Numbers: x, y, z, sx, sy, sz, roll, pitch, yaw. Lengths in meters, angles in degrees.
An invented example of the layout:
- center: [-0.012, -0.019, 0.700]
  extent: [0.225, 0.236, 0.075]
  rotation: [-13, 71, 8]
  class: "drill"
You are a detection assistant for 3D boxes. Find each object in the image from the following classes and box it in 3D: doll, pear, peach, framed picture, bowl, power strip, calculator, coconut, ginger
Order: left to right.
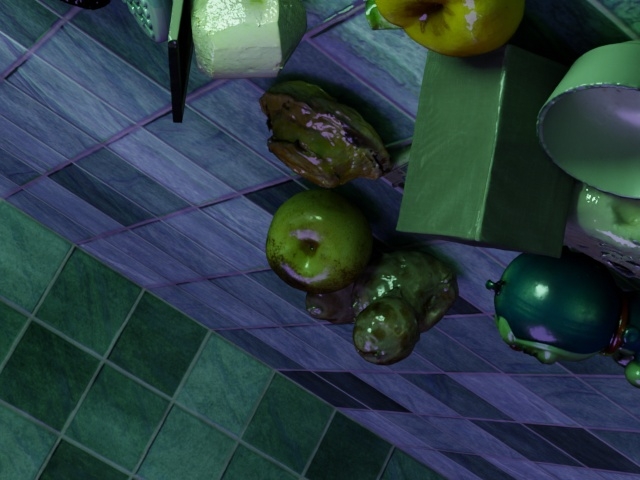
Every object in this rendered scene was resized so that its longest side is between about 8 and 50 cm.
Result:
- center: [-0.252, -0.387, 1.611]
  extent: [0.185, 0.041, 0.299]
  rotation: [52, 162, 35]
  class: "calculator"
- center: [-0.189, -0.296, 1.691]
  extent: [0.018, 0.192, 0.265]
  rotation: [7, 163, -3]
  class: "framed picture"
- center: [-0.094, -0.286, 1.629]
  extent: [0.152, 0.147, 0.147]
  rotation: [-3, 160, -1]
  class: "coconut"
- center: [0.000, 0.000, 2.242]
  extent: [0.197, 0.197, 0.197]
  rotation: [25, 162, 9]
  class: "pear"
- center: [0.097, 0.097, 2.342]
  extent: [0.375, 0.256, 0.176]
  rotation: [28, 144, 54]
  class: "ginger"
- center: [0.167, -0.113, 1.920]
  extent: [0.092, 0.034, 0.268]
  rotation: [32, 162, -13]
  class: "power strip"
- center: [0.141, -0.280, 1.372]
  extent: [0.179, 0.103, 0.179]
  rotation: [24, 152, 14]
  class: "peach"
- center: [0.414, 0.112, 1.958]
  extent: [0.321, 0.186, 0.198]
  rotation: [14, -163, -13]
  class: "doll"
- center: [0.360, -0.149, 1.390]
  extent: [0.211, 0.112, 0.211]
  rotation: [19, 154, 10]
  class: "bowl"

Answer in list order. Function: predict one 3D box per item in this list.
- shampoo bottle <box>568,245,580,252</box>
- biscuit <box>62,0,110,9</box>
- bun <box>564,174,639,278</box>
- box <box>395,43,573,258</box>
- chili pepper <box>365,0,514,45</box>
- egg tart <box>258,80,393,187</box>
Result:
- center: [0.441, 0.003, 1.837]
  extent: [0.080, 0.040, 0.165]
  rotation: [36, 161, -28]
  class: "shampoo bottle"
- center: [-0.398, -0.419, 1.863]
  extent: [0.194, 0.053, 0.194]
  rotation: [25, 163, 8]
  class: "biscuit"
- center: [0.401, -0.041, 1.584]
  extent: [0.272, 0.168, 0.273]
  rotation: [26, 175, 2]
  class: "bun"
- center: [0.212, -0.107, 1.494]
  extent: [0.155, 0.231, 0.149]
  rotation: [10, 179, -37]
  class: "box"
- center: [0.148, -0.269, 1.486]
  extent: [0.201, 0.052, 0.050]
  rotation: [13, -172, 27]
  class: "chili pepper"
- center: [-0.002, -0.155, 1.935]
  extent: [0.241, 0.106, 0.241]
  rotation: [31, 165, 9]
  class: "egg tart"
